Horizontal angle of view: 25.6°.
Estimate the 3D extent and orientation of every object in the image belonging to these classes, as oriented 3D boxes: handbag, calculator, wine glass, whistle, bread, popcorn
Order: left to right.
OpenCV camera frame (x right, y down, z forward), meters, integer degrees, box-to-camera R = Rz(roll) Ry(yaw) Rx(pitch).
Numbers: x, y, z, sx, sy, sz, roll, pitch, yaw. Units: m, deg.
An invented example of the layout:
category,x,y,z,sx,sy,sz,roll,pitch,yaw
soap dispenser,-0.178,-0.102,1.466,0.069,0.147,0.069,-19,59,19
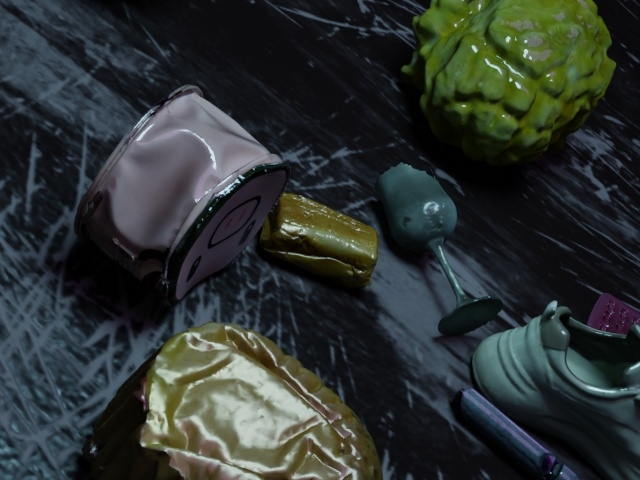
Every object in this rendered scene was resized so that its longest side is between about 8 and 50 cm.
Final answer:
category,x,y,z,sx,sy,sz,roll,pitch,yaw
handbag,-0.128,-0.040,1.328,0.116,0.179,0.205,37,32,9
bread,-0.059,0.192,1.182,0.274,0.149,0.274,16,47,-18
bread,0.000,0.000,1.484,0.132,0.053,0.074,20,39,-22
wine glass,0.127,0.005,1.558,0.079,0.079,0.195,0,54,-38
popcorn,0.236,-0.216,1.747,0.258,0.224,0.270,12,52,-19
whistle,0.207,0.213,1.456,0.176,0.033,0.033,39,39,0
calculator,0.394,0.147,1.669,0.190,0.034,0.126,34,40,2

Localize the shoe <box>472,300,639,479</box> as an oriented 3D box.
category,x,y,z,sx,sy,sz,roll,pitch,yaw
shoe,0.327,0.164,1.502,0.316,0.159,0.124,28,39,-9
